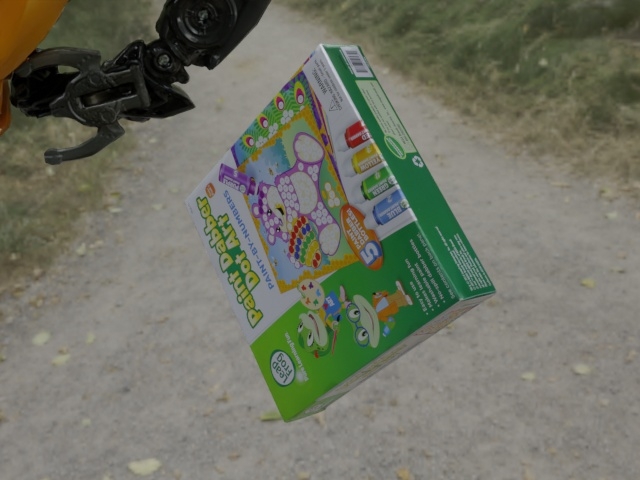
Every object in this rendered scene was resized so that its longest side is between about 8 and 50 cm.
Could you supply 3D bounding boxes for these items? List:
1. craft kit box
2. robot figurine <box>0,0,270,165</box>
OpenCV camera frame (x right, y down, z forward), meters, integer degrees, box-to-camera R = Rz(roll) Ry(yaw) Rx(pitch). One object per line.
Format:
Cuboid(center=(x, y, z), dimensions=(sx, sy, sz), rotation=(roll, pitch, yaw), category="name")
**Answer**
Cuboid(center=(0.000, 0.000, 0.770), dimensions=(0.061, 0.246, 0.250), rotation=(-10, 66, -42), category="craft kit box")
Cuboid(center=(-0.163, -0.117, 0.336), dimensions=(0.291, 0.211, 0.085), rotation=(-27, 28, -5), category="robot figurine")
